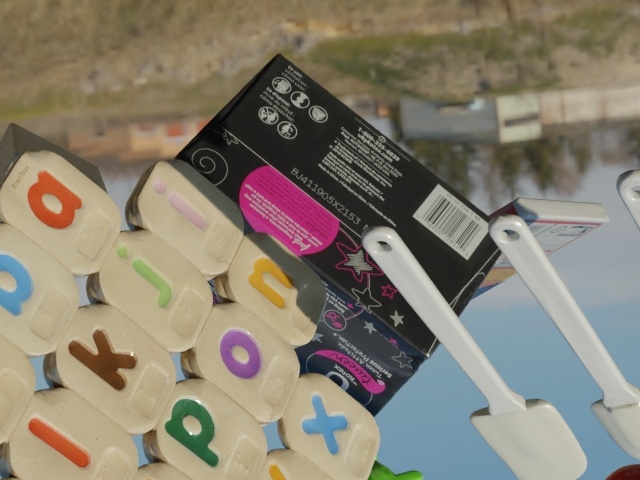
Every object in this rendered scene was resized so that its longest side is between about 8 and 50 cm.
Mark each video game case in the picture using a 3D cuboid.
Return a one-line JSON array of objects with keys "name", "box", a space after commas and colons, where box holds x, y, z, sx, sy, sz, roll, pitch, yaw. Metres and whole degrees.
[{"name": "video game case", "box": [0.154, 0.033, 1.542, 0.285, 0.025, 0.204, -33, 161, 30]}]

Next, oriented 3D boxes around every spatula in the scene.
[{"name": "spatula", "box": [0.135, 0.050, 0.691, 0.168, 0.242, 0.019, -12, -133, 26]}]

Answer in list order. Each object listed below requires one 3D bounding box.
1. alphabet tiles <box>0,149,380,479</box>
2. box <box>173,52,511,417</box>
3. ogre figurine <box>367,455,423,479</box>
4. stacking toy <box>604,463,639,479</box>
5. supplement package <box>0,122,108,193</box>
[{"name": "alphabet tiles", "box": [-0.088, 0.091, 0.767, 0.021, 0.278, 0.284, -27, -149, 44]}, {"name": "box", "box": [0.000, 0.000, 1.158, 0.163, 0.247, 0.142, -50, 178, -38]}, {"name": "ogre figurine", "box": [0.043, 0.272, 1.402, 0.097, 0.118, 0.197, 13, -146, -27]}, {"name": "stacking toy", "box": [0.419, 0.278, 1.307, 0.330, 0.141, 0.141, 11, -172, 9]}, {"name": "supplement package", "box": [-0.284, -0.037, 1.409, 0.105, 0.105, 0.179, 27, -173, -18]}]
